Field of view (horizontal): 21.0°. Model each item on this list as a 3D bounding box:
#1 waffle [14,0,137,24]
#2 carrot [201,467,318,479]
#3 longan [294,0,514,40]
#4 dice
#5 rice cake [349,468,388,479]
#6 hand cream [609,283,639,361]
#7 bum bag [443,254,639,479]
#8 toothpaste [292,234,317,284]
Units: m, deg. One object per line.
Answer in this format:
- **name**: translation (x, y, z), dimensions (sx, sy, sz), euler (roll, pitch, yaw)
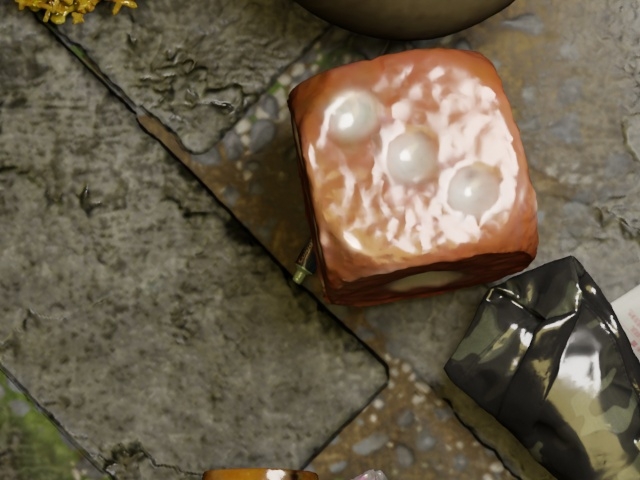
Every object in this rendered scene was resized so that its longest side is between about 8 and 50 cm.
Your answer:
- **waffle**: translation (-0.202, -0.285, 1.461), dimensions (0.193, 0.070, 0.197), euler (-17, 87, 2)
- **carrot**: translation (-0.054, 0.338, 1.404), dimensions (0.139, 0.139, 0.302), euler (-4, 80, 3)
- **longan**: translation (0.057, -0.264, 1.365), dimensions (0.248, 0.248, 0.248), euler (0, 88, 3)
- **dice**: translation (0.072, -0.050, 1.378), dimensions (0.174, 0.175, 0.179), euler (-10, 77, -1)
- **rice cake**: translation (0.063, 0.292, 1.441), dimensions (0.047, 0.036, 0.206), euler (-16, 88, 7)
- **hand cream**: translation (0.341, 0.050, 1.422), dimensions (0.248, 0.083, 0.133), euler (-40, 87, 12)
- **bum bag**: translation (0.240, 0.175, 1.407), dimensions (0.144, 0.095, 0.340), euler (-37, 90, 11)
- **toothpaste**: translation (0.000, 0.000, 1.464), dimensions (0.027, 0.019, 0.083), euler (30, 85, 16)
